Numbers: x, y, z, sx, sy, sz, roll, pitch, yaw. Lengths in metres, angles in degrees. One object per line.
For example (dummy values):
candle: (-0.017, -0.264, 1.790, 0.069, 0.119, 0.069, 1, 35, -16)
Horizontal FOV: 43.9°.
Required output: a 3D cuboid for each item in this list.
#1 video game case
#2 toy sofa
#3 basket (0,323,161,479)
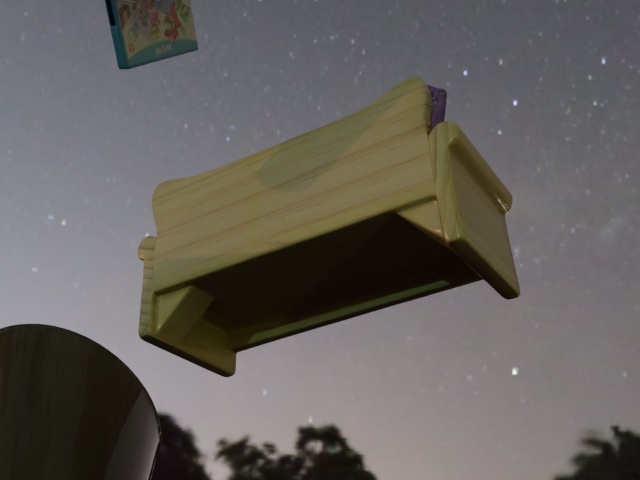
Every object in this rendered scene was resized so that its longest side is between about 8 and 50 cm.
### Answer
video game case: (-0.183, -0.273, 0.834, 0.015, 0.119, 0.167, 6, -66, 30)
toy sofa: (0.000, 0.000, 0.793, 0.362, 0.177, 0.150, -19, -33, 25)
basket: (-0.213, 0.204, 0.602, 0.154, 0.227, 0.204, -27, -63, 5)
